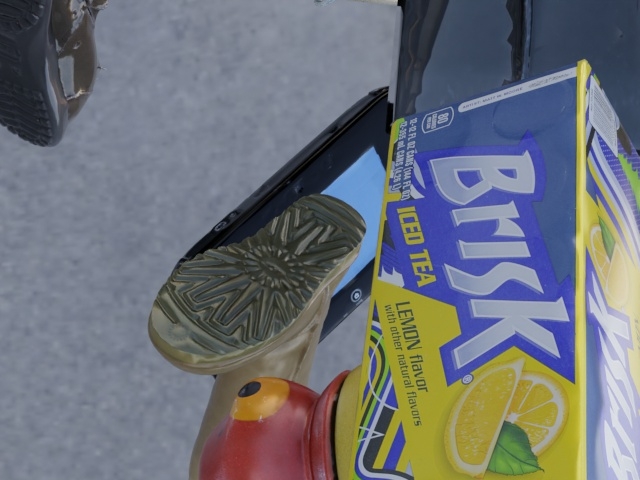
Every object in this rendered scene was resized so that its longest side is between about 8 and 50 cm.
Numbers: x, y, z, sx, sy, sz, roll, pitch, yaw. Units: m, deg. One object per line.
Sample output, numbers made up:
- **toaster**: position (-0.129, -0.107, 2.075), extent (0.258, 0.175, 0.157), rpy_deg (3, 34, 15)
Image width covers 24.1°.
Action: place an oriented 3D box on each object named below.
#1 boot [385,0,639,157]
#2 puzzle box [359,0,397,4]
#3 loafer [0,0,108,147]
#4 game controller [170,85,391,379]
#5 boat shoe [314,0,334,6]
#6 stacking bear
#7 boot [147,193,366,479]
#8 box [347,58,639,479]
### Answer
- **boot**: position (0.243, -0.274, 1.095), extent (0.146, 0.367, 0.445), rpy_deg (43, 52, -73)
- **puzzle box**: position (0.093, -0.340, 1.313), extent (0.409, 0.052, 0.272), rpy_deg (-15, 112, -64)
- **loafer**: position (-0.285, -0.255, 1.482), extent (0.130, 0.134, 0.366), rpy_deg (-53, 165, -33)
- **game controller**: position (0.000, 0.000, 1.392), extent (0.319, 0.067, 0.166), rpy_deg (-42, 119, -19)
- **boat shoe**: position (-0.011, -0.296, 1.425), extent (0.367, 0.136, 0.156), rpy_deg (-11, 89, -38)
- **stacking bear**: position (0.058, 0.131, 0.927), extent (0.175, 0.289, 0.164), rpy_deg (-66, 139, -55)
- **boot**: position (-0.065, 0.116, 1.201), extent (0.236, 0.089, 0.269), rpy_deg (-31, 151, -43)
- **box**: position (0.046, 0.038, 0.351), extent (0.054, 0.059, 0.169), rpy_deg (52, 33, -37)
